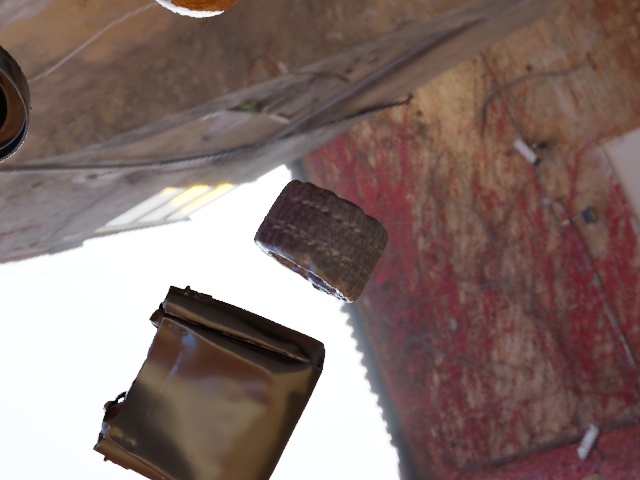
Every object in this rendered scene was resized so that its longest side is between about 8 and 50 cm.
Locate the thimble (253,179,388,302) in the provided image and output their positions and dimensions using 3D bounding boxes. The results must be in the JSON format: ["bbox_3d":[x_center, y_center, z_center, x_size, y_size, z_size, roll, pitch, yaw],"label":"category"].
[{"bbox_3d":[0.001,0.000,1.032,0.150,0.150,0.098,37,-101,-39],"label":"thimble"}]

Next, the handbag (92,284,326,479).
[{"bbox_3d":[-0.153,0.221,1.193,0.257,0.285,0.113,26,-167,-8],"label":"handbag"}]

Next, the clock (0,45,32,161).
[{"bbox_3d":[-0.651,-0.245,1.469,0.312,0.312,0.061,38,-145,-38],"label":"clock"}]

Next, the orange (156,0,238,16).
[{"bbox_3d":[-0.125,-0.302,0.847,0.159,0.136,0.159,58,-164,-27],"label":"orange"}]

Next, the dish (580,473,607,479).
[{"bbox_3d":[0.322,0.403,1.023,0.212,0.151,0.077,58,-169,-11],"label":"dish"}]
